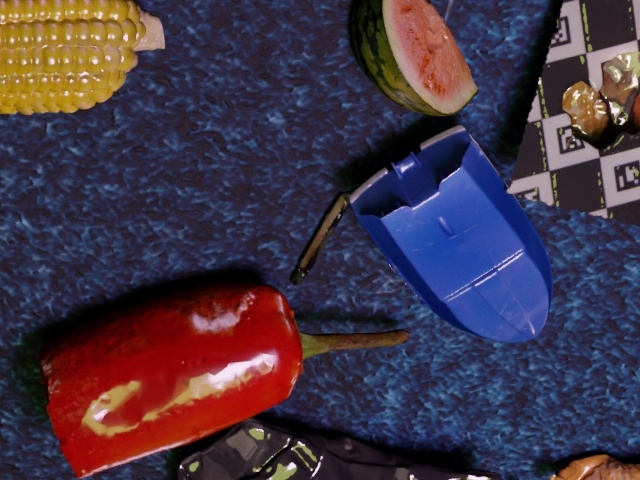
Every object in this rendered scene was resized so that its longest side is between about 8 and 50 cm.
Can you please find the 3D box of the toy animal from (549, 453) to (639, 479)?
[{"bbox_3d":[0.245,0.310,2.036,0.255,0.114,0.116,-45,165,21],"label":"toy animal"}]

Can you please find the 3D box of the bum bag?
[{"bbox_3d":[0.023,0.248,1.926,0.340,0.095,0.144,14,125,-16],"label":"bum bag"}]

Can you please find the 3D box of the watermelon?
[{"bbox_3d":[0.067,-0.159,1.699,0.069,0.087,0.163,-8,132,37],"label":"watermelon"}]

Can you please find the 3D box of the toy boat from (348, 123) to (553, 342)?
[{"bbox_3d":[0.141,0.014,1.813,0.129,0.088,0.295,-33,136,8],"label":"toy boat"}]

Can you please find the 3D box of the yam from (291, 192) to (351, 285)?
[{"bbox_3d":[0.000,0.000,1.802,0.014,0.014,0.107,19,117,-25],"label":"yam"}]

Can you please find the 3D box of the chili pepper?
[{"bbox_3d":[-0.083,0.103,1.777,0.338,0.134,0.131,-16,112,-2],"label":"chili pepper"}]

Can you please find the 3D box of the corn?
[{"bbox_3d":[-0.290,-0.159,1.536,0.346,0.130,0.130,-5,124,-22],"label":"corn"}]

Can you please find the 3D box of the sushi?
[{"bbox_3d":[0.325,-0.136,1.777,0.290,0.050,0.264,10,106,-18],"label":"sushi"}]
